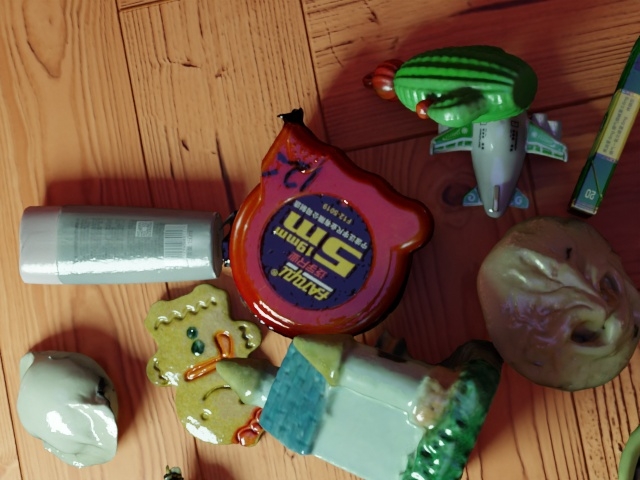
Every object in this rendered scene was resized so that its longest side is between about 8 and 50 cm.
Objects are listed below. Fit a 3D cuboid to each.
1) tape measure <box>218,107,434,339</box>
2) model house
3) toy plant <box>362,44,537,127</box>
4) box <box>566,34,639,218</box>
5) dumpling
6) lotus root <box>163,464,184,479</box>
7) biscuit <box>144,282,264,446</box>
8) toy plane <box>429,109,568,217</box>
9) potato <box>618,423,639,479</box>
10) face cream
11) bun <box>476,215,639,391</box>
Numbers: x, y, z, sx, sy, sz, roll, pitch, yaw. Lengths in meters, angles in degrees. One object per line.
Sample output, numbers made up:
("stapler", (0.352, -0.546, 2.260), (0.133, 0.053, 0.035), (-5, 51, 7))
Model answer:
("tape measure", (0.001, 0.000, 1.476), (0.253, 0.114, 0.260), (33, 97, 8))
("model house", (0.035, 0.171, 1.381), (0.325, 0.267, 0.194), (21, 95, 9))
("toy plant", (0.165, -0.200, 1.435), (0.154, 0.240, 0.088), (-27, 119, -13))
("box", (0.362, -0.141, 1.414), (0.034, 0.132, 0.235), (22, 92, 8))
("dumpling", (-0.340, 0.227, 1.536), (0.176, 0.092, 0.150), (20, 105, 3))
("lotus root", (-0.165, 0.361, 1.515), (0.072, 0.063, 0.152), (-31, 91, 33))
("biscuit", (-0.146, 0.173, 1.531), (0.166, 0.036, 0.225), (-20, 86, 6))
("toy plane", (0.225, -0.115, 1.460), (0.174, 0.080, 0.174), (-1, 83, 8))
("potato", (0.506, 0.334, 1.366), (0.280, 0.213, 0.330), (10, 67, 33))
("face cream", (-0.266, 0.005, 1.533), (0.269, 0.073, 0.107), (0, 84, 8))
("bun", (0.298, 0.070, 1.378), (0.133, 0.231, 0.231), (-33, 82, 51))
